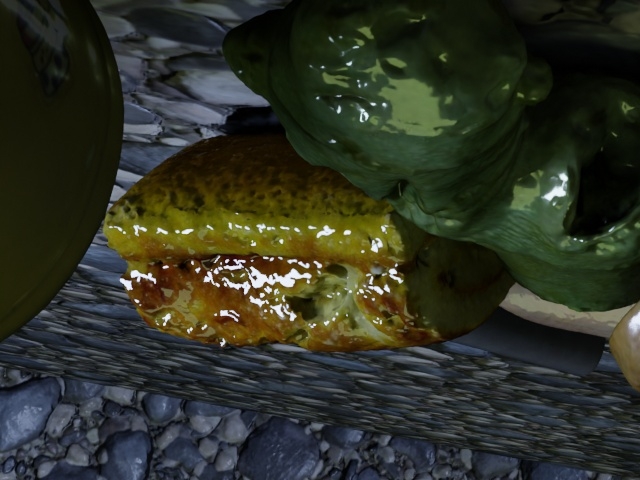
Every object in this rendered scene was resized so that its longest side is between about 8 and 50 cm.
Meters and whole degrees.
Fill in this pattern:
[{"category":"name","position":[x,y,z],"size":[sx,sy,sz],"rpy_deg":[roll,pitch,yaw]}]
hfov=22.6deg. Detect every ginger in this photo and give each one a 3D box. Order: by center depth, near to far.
[{"category":"ginger","position":[0.074,-0.037,0.608],"size":[0.137,0.089,0.290],"rpy_deg":[25,178,43]}]

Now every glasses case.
[{"category":"glasses case","position":[0.118,0.059,1.176],"size":[0.190,0.042,0.072],"rpy_deg":[16,175,-30]}]

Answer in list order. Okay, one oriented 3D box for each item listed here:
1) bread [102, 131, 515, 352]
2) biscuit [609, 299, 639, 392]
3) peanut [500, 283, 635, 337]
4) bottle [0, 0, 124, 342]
[{"category":"bread","position":[0.000,0.000,0.773],"size":[0.172,0.103,0.132],"rpy_deg":[0,-160,32]},{"category":"biscuit","position":[0.232,0.016,0.693],"size":[0.183,0.047,0.320],"rpy_deg":[-31,157,36]},{"category":"peanut","position":[0.131,0.010,0.826],"size":[0.152,0.076,0.076],"rpy_deg":[4,168,14]},{"category":"bottle","position":[-0.191,-0.078,0.419],"size":[0.171,0.171,0.351],"rpy_deg":[6,166,17]}]
